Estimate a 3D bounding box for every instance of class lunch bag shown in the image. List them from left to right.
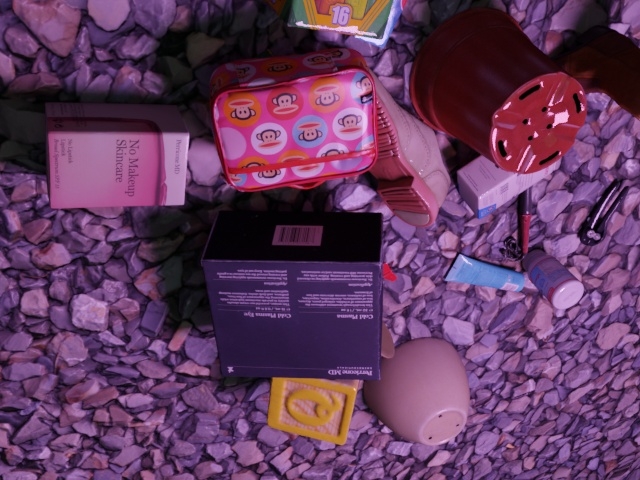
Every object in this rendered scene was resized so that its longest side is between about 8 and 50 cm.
[{"bbox_3d":[-0.045,-0.199,1.309,0.293,0.120,0.258,-9,131,-4],"label":"lunch bag"}]

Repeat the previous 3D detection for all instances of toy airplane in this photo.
[{"bbox_3d":[0.118,0.100,1.720,0.151,0.028,0.151,-12,127,-16],"label":"toy airplane"}]

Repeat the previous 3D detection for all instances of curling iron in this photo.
[{"bbox_3d":[0.485,-0.057,1.761,0.068,0.035,0.273,-11,127,-16],"label":"curling iron"}]

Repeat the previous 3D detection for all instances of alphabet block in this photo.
[{"bbox_3d":[-0.004,0.314,1.664,0.193,0.197,0.193,11,125,8],"label":"alphabet block"}]

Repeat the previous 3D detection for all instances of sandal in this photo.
[{"bbox_3d":[0.089,0.216,1.773,0.079,0.088,0.240,-16,138,31],"label":"sandal"}]

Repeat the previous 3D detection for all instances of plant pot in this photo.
[{"bbox_3d":[0.279,0.423,1.911,0.284,0.191,0.284,-12,127,-16],"label":"plant pot"},{"bbox_3d":[0.351,-0.275,1.404,0.273,0.265,0.272,-12,127,-16],"label":"plant pot"}]

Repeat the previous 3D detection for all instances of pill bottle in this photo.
[{"bbox_3d":[0.577,0.093,1.824,0.087,0.160,0.087,-11,126,-16],"label":"pill bottle"}]

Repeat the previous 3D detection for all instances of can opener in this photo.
[{"bbox_3d":[0.718,-0.067,1.851,0.059,0.073,0.186,23,115,9],"label":"can opener"}]

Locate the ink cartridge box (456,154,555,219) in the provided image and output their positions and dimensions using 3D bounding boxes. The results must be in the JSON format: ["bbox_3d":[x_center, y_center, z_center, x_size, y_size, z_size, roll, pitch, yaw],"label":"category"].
[{"bbox_3d":[0.408,-0.152,1.596,0.203,0.085,0.148,-34,159,0],"label":"ink cartridge box"}]

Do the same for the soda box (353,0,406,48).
[{"bbox_3d":[0.120,-0.460,1.304,0.071,0.067,0.210,13,118,-30],"label":"soda box"}]

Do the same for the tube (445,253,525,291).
[{"bbox_3d":[0.416,0.087,1.829,0.207,0.052,0.080,13,112,-24],"label":"tube"}]

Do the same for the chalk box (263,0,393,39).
[{"bbox_3d":[0.030,-0.498,1.166,0.180,0.179,0.288,0,123,-23],"label":"chalk box"}]

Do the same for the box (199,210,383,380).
[{"bbox_3d":[-0.044,0.113,1.493,0.344,0.179,0.312,1,125,5],"label":"box"}]

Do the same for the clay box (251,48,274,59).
[{"bbox_3d":[-0.094,-0.234,1.379,0.127,0.053,0.222,-32,128,3],"label":"clay box"}]

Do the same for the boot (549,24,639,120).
[{"bbox_3d":[0.566,-0.295,1.470,0.264,0.280,0.096,-36,129,4],"label":"boot"}]

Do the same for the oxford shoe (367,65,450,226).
[{"bbox_3d":[0.143,-0.213,1.474,0.146,0.141,0.397,-53,128,-29],"label":"oxford shoe"}]

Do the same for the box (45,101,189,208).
[{"bbox_3d":[-0.359,-0.150,1.278,0.233,0.127,0.148,-3,124,-21],"label":"box"}]
